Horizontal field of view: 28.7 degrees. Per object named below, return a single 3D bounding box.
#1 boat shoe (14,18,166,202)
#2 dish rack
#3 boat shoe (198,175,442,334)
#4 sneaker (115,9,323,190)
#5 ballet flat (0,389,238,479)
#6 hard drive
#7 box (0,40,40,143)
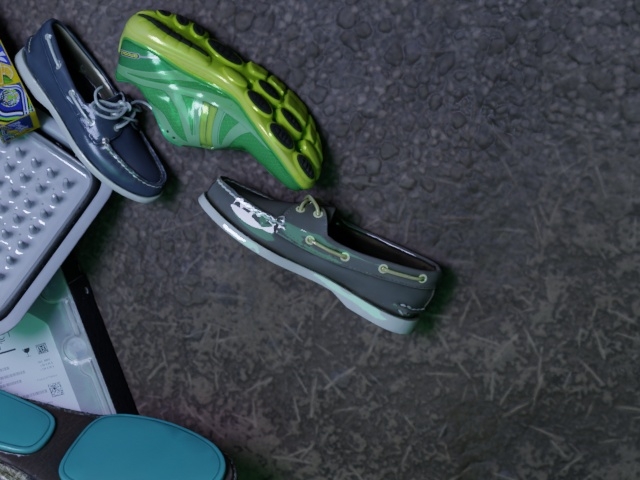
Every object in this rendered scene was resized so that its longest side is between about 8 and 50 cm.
[{"bbox_3d":[-0.270,-0.160,1.537,0.079,0.095,0.254,-42,81,30],"label":"boat shoe"},{"bbox_3d":[-0.453,-0.058,1.566,0.332,0.072,0.286,32,74,5],"label":"dish rack"},{"bbox_3d":[0.001,-0.001,1.499,0.305,0.109,0.091,30,108,-1],"label":"boat shoe"},{"bbox_3d":[-0.121,-0.156,1.504,0.295,0.109,0.123,39,125,5],"label":"sneaker"},{"bbox_3d":[-0.321,0.293,1.574,0.482,0.164,0.182,11,127,17],"label":"ballet flat"},{"bbox_3d":[-0.380,0.197,1.663,0.236,0.064,0.339,-16,98,17],"label":"hard drive"},{"bbox_3d":[-0.407,-0.210,1.545,0.054,0.059,0.169,-26,79,-12],"label":"box"}]
